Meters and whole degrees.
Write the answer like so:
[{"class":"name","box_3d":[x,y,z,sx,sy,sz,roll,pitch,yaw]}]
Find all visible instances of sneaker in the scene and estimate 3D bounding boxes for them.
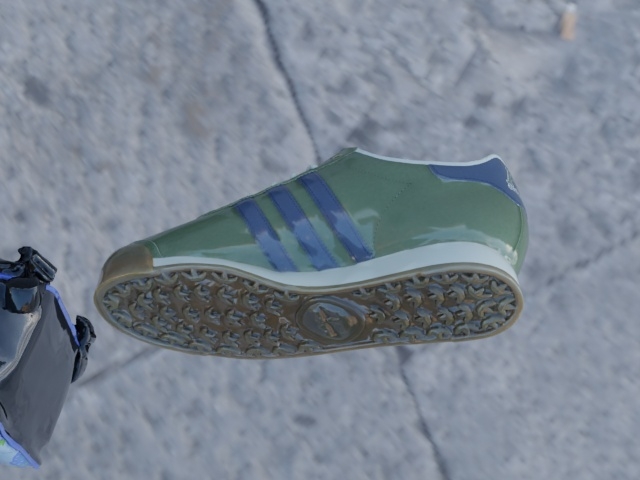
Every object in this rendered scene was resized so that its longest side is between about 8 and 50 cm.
[{"class":"sneaker","box_3d":[0.000,0.000,0.841,0.192,0.086,0.064,-3,137,19]}]

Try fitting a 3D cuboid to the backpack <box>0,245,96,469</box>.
[{"class":"backpack","box_3d":[-0.141,0.035,0.589,0.114,0.105,0.084,20,76,7]}]
